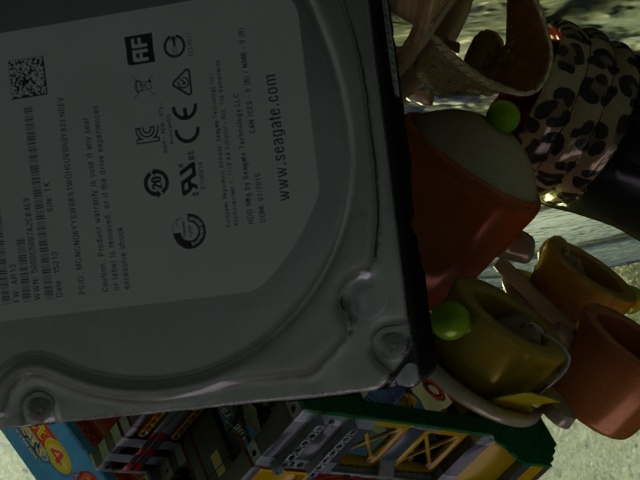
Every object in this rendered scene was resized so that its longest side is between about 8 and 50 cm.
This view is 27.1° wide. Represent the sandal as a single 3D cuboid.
[{"bbox_3d":[0.088,-0.107,0.719,0.079,0.088,0.240,35,174,9],"label":"sandal"}]

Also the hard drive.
[{"bbox_3d":[-0.127,-0.029,0.646,0.339,0.236,0.064,-7,179,14],"label":"hard drive"}]

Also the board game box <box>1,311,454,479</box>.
[{"bbox_3d":[-0.067,0.085,0.944,0.302,0.308,0.086,-32,168,-39],"label":"board game box"}]

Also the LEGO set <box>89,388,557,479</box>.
[{"bbox_3d":[-0.036,0.081,0.823,0.255,0.331,0.192,6,132,-48],"label":"LEGO set"}]

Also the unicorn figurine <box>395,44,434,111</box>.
[{"bbox_3d":[0.014,-0.107,0.919,0.111,0.060,0.162,2,155,-22],"label":"unicorn figurine"}]

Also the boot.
[{"bbox_3d":[0.254,-0.042,0.955,0.284,0.138,0.377,22,-177,-2],"label":"boot"}]

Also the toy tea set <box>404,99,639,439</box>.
[{"bbox_3d":[0.166,0.022,0.790,0.336,0.200,0.124,16,115,-41],"label":"toy tea set"}]
